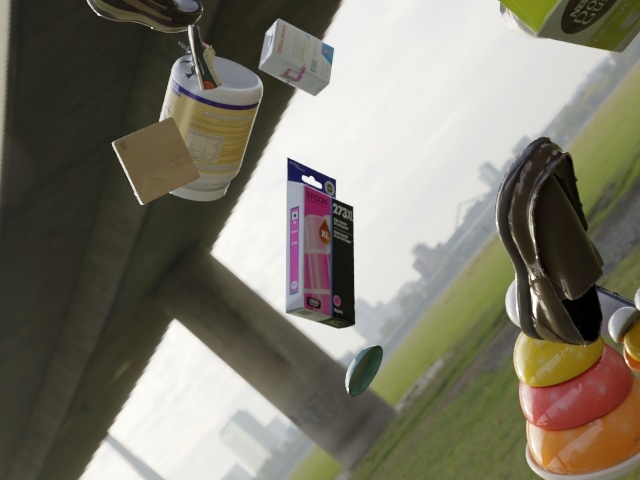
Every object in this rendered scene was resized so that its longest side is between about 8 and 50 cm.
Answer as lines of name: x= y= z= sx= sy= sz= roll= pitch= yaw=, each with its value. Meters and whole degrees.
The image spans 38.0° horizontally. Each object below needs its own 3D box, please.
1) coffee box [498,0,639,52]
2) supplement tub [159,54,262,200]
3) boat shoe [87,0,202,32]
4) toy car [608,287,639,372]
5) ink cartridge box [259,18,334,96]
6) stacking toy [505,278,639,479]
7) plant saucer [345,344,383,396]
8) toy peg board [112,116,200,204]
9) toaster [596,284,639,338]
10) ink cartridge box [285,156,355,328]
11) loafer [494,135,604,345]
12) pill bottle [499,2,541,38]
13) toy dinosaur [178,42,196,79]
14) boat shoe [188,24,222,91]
coffee box: x=0.429 y=-0.556 z=1.550 sx=0.334 sy=0.338 sz=0.337 roll=-5 pitch=-41 yaw=-49
supplement tub: x=-0.305 y=-0.296 z=2.446 sx=0.241 sy=0.241 sz=0.331 roll=-38 pitch=-28 yaw=-58
boat shoe: x=-0.423 y=-0.619 z=2.347 sx=0.355 sy=0.132 sz=0.130 roll=-10 pitch=-33 yaw=-52
toy car: x=0.648 y=0.179 z=1.762 sx=0.182 sy=0.159 sz=0.136 roll=-40 pitch=-38 yaw=-18
ink cartridge box: x=-0.042 y=-0.327 z=1.660 sx=0.052 sy=0.123 sz=0.088 roll=-34 pitch=40 yaw=48
stacking toy: x=0.565 y=0.284 z=2.134 sx=0.351 sy=0.479 sz=0.350 roll=-25 pitch=13 yaw=6
plant saucer: x=0.085 y=0.261 z=1.886 sx=0.119 sy=0.021 sz=0.119 roll=-40 pitch=-34 yaw=-35
toy peg board: x=-0.400 y=-0.186 z=2.212 sx=0.161 sy=0.160 sz=0.079 roll=-29 pitch=10 yaw=-28
toaster: x=0.760 y=0.196 z=2.343 sx=0.168 sy=0.186 sz=0.110 roll=22 pitch=-85 yaw=-40
ink cartridge box: x=0.000 y=0.000 z=2.067 sx=0.069 sy=0.370 sz=0.176 roll=-20 pitch=-28 yaw=37
loafer: x=0.348 y=0.010 z=1.317 sx=0.134 sy=0.130 sz=0.365 roll=-45 pitch=-45 yaw=-25
pill bottle: x=0.492 y=-0.538 z=2.106 sx=0.162 sy=0.162 sz=0.278 roll=-52 pitch=4 yaw=13
toy dinosaur: x=-0.256 y=-0.366 z=1.894 sx=0.047 sy=0.090 sz=0.082 roll=-48 pitch=21 yaw=50
boat shoe: x=-0.219 y=-0.345 z=1.748 sx=0.043 sy=0.049 sz=0.137 roll=-14 pitch=-52 yaw=-6
